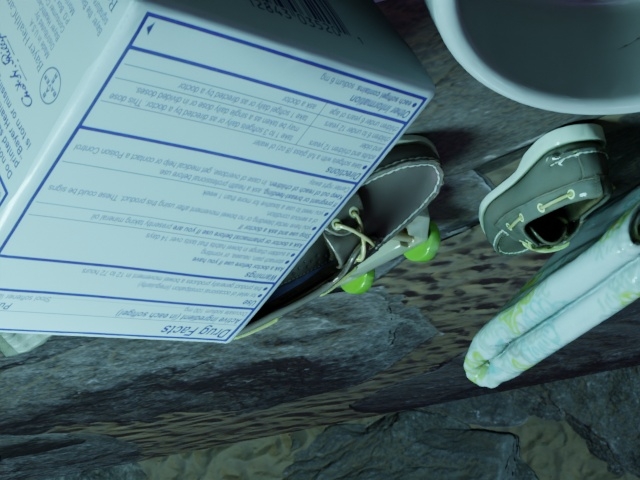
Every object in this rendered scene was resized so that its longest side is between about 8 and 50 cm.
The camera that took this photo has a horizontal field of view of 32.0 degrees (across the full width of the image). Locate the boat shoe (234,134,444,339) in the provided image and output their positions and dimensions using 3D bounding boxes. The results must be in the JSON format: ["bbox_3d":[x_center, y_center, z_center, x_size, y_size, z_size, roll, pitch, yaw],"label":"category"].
[{"bbox_3d":[0.000,0.000,1.189,0.324,0.097,0.117,-29,122,-5],"label":"boat shoe"}]

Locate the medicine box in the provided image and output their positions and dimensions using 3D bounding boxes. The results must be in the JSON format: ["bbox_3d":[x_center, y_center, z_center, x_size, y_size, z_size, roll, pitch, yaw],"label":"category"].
[{"bbox_3d":[-0.117,-0.073,0.792,0.263,0.149,0.289,9,131,-45],"label":"medicine box"}]

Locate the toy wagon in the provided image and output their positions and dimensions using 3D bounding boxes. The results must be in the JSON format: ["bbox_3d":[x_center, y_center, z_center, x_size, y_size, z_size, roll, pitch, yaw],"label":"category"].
[{"bbox_3d":[-0.028,0.018,1.399,0.267,0.068,0.344,8,152,-43],"label":"toy wagon"}]

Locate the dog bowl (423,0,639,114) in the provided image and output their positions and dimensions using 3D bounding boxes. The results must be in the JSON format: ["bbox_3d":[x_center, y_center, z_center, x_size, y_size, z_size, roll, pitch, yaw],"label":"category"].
[{"bbox_3d":[0.219,-0.217,0.743,0.348,0.102,0.349,-4,146,-3],"label":"dog bowl"}]

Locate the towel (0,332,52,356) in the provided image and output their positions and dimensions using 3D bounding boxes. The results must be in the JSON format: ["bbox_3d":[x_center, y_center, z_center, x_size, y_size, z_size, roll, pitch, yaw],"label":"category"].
[{"bbox_3d":[-0.196,-0.006,1.074,0.312,0.056,0.324,-35,168,-14],"label":"towel"}]

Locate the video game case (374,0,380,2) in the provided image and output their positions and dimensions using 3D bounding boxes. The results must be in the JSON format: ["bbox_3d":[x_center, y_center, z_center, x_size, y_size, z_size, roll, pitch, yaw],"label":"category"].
[{"bbox_3d":[-0.011,-0.218,0.839,0.190,0.022,0.173,-13,160,4],"label":"video game case"}]

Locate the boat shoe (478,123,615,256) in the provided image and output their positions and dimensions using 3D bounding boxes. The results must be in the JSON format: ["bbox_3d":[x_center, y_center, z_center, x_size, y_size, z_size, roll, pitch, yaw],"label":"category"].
[{"bbox_3d":[0.276,-0.037,1.386,0.109,0.091,0.305,-7,159,-13],"label":"boat shoe"}]

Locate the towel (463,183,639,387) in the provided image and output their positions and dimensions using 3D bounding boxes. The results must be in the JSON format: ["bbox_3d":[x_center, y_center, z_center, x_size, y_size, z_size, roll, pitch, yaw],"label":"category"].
[{"bbox_3d":[0.360,0.016,1.392,0.320,0.090,0.374,-36,172,-35],"label":"towel"}]
